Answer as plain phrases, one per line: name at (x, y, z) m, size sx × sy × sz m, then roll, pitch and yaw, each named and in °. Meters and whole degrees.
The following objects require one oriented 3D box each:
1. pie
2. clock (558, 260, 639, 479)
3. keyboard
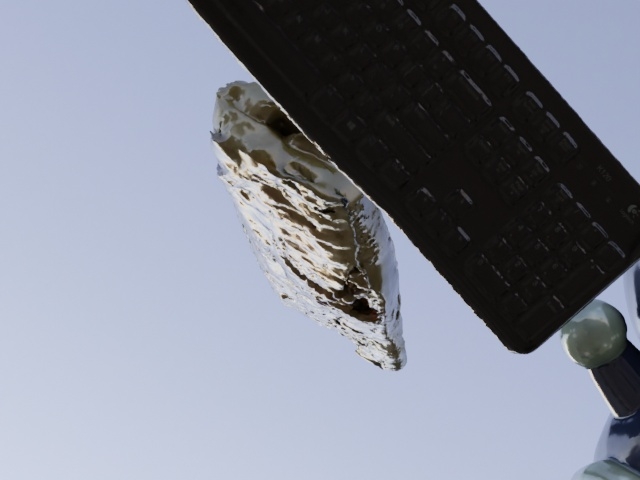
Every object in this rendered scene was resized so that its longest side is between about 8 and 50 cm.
pie at (0.000, 0.000, 0.900) m, size 0.128 × 0.068 × 0.282 m, roll 36°, pitch -17°, yaw 21°
clock at (0.236, 0.068, 0.864) m, size 0.199 × 0.146 × 0.243 m, roll 20°, pitch -93°, yaw -4°
keyboard at (-0.002, -0.118, 0.655) m, size 0.103 × 0.041 × 0.381 m, roll -42°, pitch -93°, yaw 5°
